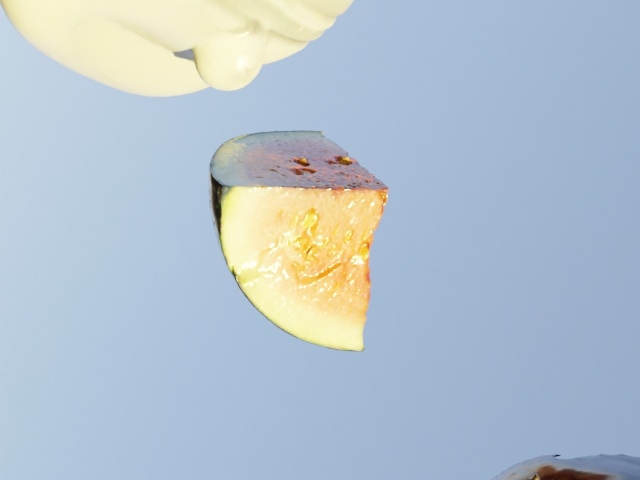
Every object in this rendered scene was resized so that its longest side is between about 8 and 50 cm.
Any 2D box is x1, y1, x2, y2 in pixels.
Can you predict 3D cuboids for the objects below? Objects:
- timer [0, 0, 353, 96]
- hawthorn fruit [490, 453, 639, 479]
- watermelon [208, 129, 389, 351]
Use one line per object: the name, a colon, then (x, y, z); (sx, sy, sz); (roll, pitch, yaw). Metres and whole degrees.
timer: (-0.094, -0.173, 0.537); (0.315, 0.291, 0.291); (46, -64, 29)
hawthorn fruit: (0.231, 0.318, 1.242); (0.316, 0.316, 0.316); (-36, -136, 45)
watermelon: (-0.018, 0.003, 1.195); (0.137, 0.193, 0.145); (16, -67, 21)
